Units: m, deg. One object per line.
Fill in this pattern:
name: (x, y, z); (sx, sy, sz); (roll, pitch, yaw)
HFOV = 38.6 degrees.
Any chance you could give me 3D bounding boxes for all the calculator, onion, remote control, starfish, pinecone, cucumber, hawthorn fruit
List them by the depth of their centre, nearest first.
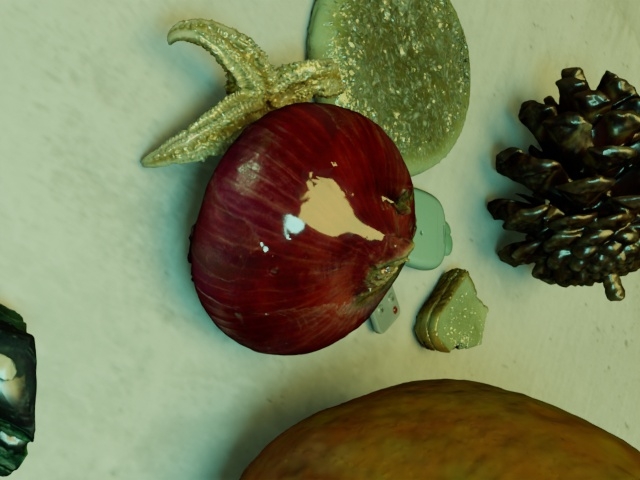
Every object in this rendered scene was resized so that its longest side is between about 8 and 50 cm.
cucumber: (-0.273, 0.078, 0.656); (0.193, 0.086, 0.115); (37, 59, -26)
hawthorn fruit: (0.126, 0.342, 0.781); (0.472, 0.472, 0.471); (2, 87, -44)
onion: (-0.010, -0.003, 0.837); (0.248, 0.161, 0.248); (-10, 121, -18)
starfish: (-0.062, -0.117, 0.861); (0.216, 0.071, 0.238); (-52, 132, -22)
remote control: (0.045, 0.015, 1.002); (0.050, 0.027, 0.184); (-42, 120, -43)
calculator: (0.112, -0.014, 1.059); (0.153, 0.021, 0.095); (14, 73, -47)
pinecone: (0.329, -0.073, 1.152); (0.244, 0.244, 0.309); (23, 57, -41)

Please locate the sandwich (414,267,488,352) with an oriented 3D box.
sandwich: (0.158, 0.098, 1.097); (0.105, 0.036, 0.093); (-48, 120, -33)

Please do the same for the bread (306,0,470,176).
bread: (0.090, -0.200, 1.041); (0.267, 0.040, 0.266); (3, 86, -43)
